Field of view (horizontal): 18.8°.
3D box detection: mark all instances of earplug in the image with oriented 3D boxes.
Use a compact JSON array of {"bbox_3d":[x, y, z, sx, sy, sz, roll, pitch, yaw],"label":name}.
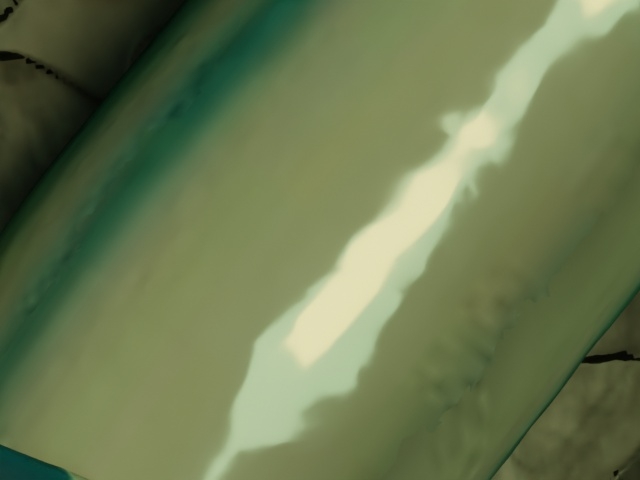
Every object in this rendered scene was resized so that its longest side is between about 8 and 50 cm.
[{"bbox_3d":[0.000,0.000,0.523,0.185,0.185,0.324,47,69,-20],"label":"earplug"}]

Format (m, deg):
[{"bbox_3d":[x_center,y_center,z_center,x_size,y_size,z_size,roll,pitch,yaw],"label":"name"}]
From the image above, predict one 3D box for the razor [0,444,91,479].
[{"bbox_3d":[-0.124,0.028,0.386,0.191,0.037,0.068,25,78,-23],"label":"razor"}]
